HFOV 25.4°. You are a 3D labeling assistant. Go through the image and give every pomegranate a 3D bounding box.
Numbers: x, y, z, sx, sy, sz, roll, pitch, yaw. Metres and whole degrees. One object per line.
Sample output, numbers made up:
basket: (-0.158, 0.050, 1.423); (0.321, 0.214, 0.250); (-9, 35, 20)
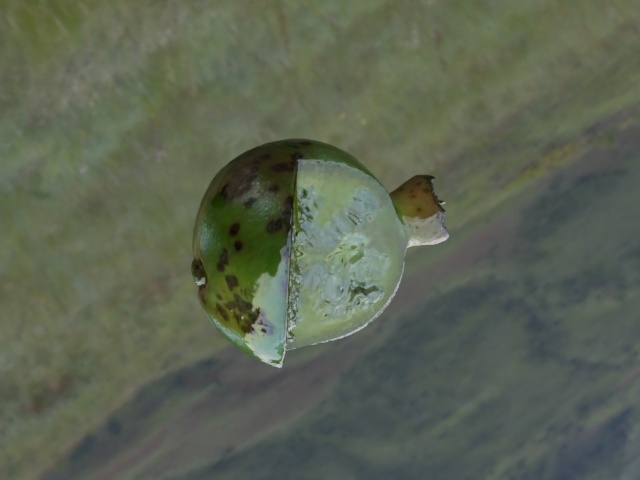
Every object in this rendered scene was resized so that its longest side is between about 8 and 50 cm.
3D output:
pomegranate: (-0.010, -0.003, 0.915); (0.169, 0.122, 0.143); (-35, 127, -29)
